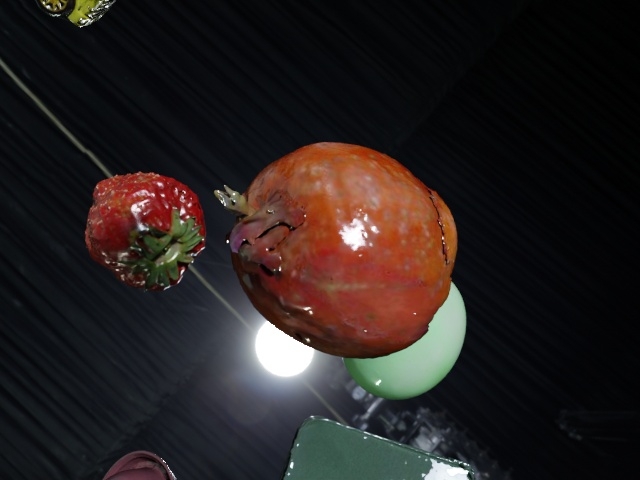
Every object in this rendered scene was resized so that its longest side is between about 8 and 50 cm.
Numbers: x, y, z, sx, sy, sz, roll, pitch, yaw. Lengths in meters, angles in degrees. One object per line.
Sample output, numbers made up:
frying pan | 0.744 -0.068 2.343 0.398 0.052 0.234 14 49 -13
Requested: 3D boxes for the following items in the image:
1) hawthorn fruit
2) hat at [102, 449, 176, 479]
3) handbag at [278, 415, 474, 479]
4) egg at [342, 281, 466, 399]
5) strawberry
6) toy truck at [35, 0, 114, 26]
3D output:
hawthorn fruit | 0.000 0.000 0.682 0.276 0.307 0.276 -33 -134 43
hat | -0.298 0.420 0.845 0.205 0.205 0.089 -48 136 8
handbag | 0.059 0.381 0.726 0.079 0.260 0.247 112 -3 -68
egg | 0.160 0.172 1.066 0.270 0.220 0.220 -50 178 -15
strawberry | -0.388 -0.038 1.204 0.257 0.277 0.257 -36 142 -33
toy truck | -0.491 -0.599 0.968 0.254 0.405 0.180 -29 -153 20
